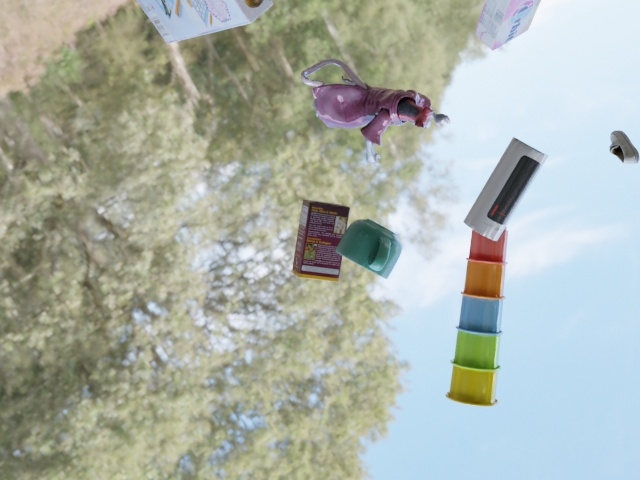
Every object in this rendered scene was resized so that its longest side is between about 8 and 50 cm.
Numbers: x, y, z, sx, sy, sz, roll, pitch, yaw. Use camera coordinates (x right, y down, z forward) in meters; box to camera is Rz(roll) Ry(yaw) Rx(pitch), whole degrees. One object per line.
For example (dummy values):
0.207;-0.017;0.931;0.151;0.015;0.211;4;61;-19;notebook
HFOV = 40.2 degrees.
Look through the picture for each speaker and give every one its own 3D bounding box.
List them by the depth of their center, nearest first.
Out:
0.249;-0.068;1.182;0.136;0.055;0.055;-61;-169;13;speaker

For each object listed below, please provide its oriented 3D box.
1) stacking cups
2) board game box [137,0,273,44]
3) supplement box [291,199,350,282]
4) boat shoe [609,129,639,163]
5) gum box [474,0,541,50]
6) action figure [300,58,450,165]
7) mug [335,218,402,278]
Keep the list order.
0.291;0.130;1.545;0.096;0.316;0.096;8;-177;0;stacking cups
-0.267;-0.505;1.511;0.066;0.318;0.318;-46;-151;-23;board game box
0.000;0.000;2.128;0.104;0.188;0.081;7;-175;-16;supplement box
0.547;-0.170;1.601;0.035;0.035;0.100;-7;-141;-5;boat shoe
0.395;-0.486;1.800;0.107;0.062;0.188;-31;158;-22;gum box
0.167;-0.365;2.296;0.248;0.275;0.370;-38;-151;-24;action figure
0.120;0.016;1.884;0.158;0.129;0.097;30;-88;42;mug
